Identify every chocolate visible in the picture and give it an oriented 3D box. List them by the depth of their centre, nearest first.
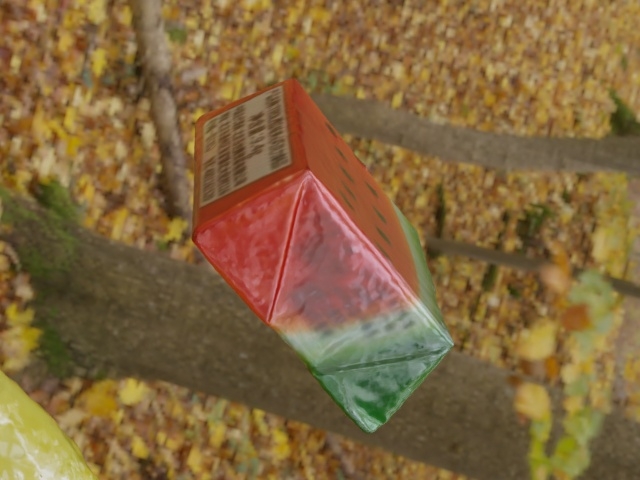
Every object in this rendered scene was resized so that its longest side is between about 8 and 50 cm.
[{"bbox_3d":[0.000,0.000,1.443,0.341,0.161,0.360,50,13,-24],"label":"chocolate"}]

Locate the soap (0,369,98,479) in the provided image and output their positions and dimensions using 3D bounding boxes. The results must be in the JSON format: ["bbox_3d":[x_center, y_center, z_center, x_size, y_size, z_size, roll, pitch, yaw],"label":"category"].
[{"bbox_3d":[-0.181,0.226,0.358,0.115,0.306,0.427,-144,-138,-76],"label":"soap"}]
